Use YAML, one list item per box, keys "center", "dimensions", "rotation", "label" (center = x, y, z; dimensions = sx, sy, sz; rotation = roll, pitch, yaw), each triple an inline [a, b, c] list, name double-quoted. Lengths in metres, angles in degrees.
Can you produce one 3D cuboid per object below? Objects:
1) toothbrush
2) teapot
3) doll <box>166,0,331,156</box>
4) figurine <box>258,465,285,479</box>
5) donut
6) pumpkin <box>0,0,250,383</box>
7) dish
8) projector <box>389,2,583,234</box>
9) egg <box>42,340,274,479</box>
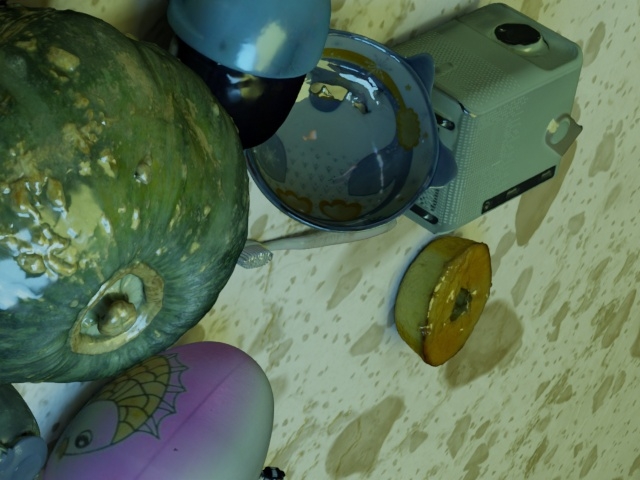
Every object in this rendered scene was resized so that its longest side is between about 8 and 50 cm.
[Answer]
- center: [0.000, 0.000, 1.982]
  dimensions: [0.307, 0.029, 0.025]
  rotation: [-12, 124, -53]
  label: "toothbrush"
- center: [-0.301, 0.169, 1.605]
  dimensions: [0.111, 0.108, 0.149]
  rotation: [-41, 148, -30]
  label: "teapot"
- center: [-0.084, -0.151, 1.593]
  dimensions: [0.314, 0.141, 0.177]
  rotation: [-62, 176, 24]
  label: "doll"
- center: [-0.094, 0.368, 2.127]
  dimensions: [0.137, 0.112, 0.229]
  rotation: [2, 113, -27]
  label: "figurine"
- center: [0.152, 0.068, 2.252]
  dimensions: [0.162, 0.065, 0.178]
  rotation: [-45, 148, -30]
  label: "donut"
- center: [-0.215, -0.040, 1.379]
  dimensions: [0.291, 0.257, 0.327]
  rotation: [-45, 152, 3]
  label: "pumpkin"
- center: [0.014, -0.109, 1.778]
  dimensions: [0.228, 0.236, 0.086]
  rotation: [-51, -173, -20]
  label: "dish"
- center: [0.171, -0.141, 1.974]
  dimensions: [0.242, 0.163, 0.177]
  rotation: [-25, 139, -38]
  label: "projector"
- center: [-0.157, 0.219, 1.793]
  dimensions: [0.271, 0.196, 0.196]
  rotation: [-46, 151, -38]
  label: "egg"
